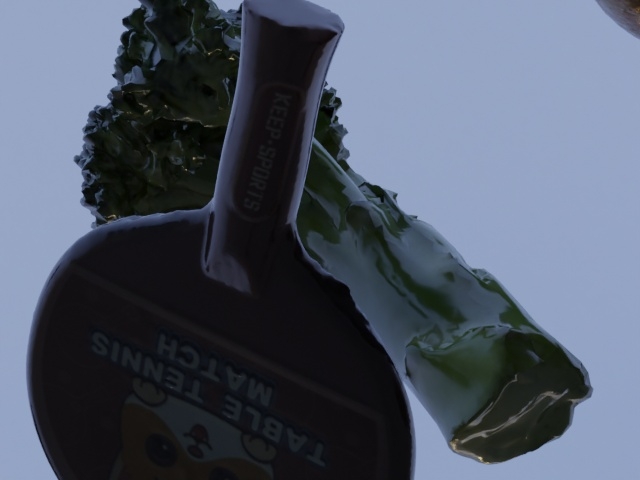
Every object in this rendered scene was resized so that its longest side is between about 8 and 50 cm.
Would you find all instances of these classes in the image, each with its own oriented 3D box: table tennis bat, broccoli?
[{"bbox_3d":[0.000,0.000,0.455,0.107,0.119,0.170,23,-57,15],"label":"table tennis bat"},{"bbox_3d":[0.015,0.029,1.217,0.397,0.353,0.275,34,-84,16],"label":"broccoli"}]

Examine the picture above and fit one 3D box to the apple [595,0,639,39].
[{"bbox_3d":[0.301,-0.253,1.353,0.211,0.188,0.211,3,-34,2],"label":"apple"}]
